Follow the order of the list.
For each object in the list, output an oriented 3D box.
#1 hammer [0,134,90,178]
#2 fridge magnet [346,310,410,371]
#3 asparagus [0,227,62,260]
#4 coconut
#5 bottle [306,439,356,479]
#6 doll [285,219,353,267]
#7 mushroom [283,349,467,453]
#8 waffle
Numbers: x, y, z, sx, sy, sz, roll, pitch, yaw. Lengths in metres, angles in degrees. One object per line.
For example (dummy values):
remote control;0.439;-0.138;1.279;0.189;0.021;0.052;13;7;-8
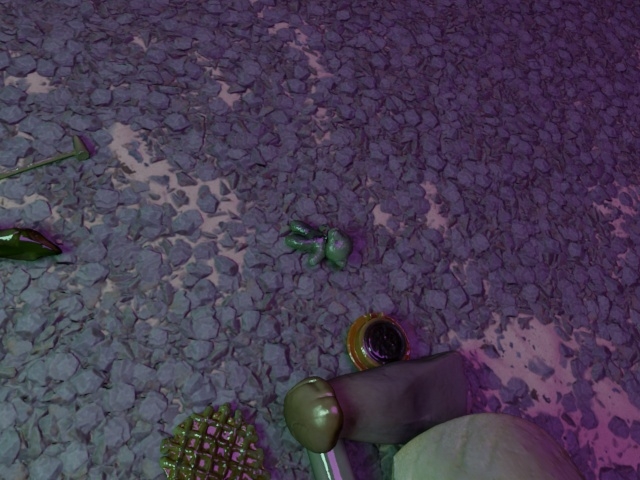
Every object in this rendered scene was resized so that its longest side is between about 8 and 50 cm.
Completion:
hammer;-0.580;-0.167;1.082;0.195;0.028;0.060;-26;69;-25
fridge magnet;0.122;0.216;1.088;0.143;0.063;0.143;9;61;-16
asparagus;-0.628;0.007;0.952;0.287;0.080;0.080;-7;67;-20
coconut;0.279;0.491;0.853;0.344;0.415;0.415;4;63;-2
bottle;0.017;0.398;0.961;0.072;0.072;0.202;-11;68;-22
doll;0.000;0.000;1.157;0.150;0.077;0.115;14;50;2
mushroom;0.126;0.301;0.967;0.407;0.137;0.154;0;82;-36
waffle;-0.182;0.385;0.926;0.169;0.036;0.183;-28;76;-29
